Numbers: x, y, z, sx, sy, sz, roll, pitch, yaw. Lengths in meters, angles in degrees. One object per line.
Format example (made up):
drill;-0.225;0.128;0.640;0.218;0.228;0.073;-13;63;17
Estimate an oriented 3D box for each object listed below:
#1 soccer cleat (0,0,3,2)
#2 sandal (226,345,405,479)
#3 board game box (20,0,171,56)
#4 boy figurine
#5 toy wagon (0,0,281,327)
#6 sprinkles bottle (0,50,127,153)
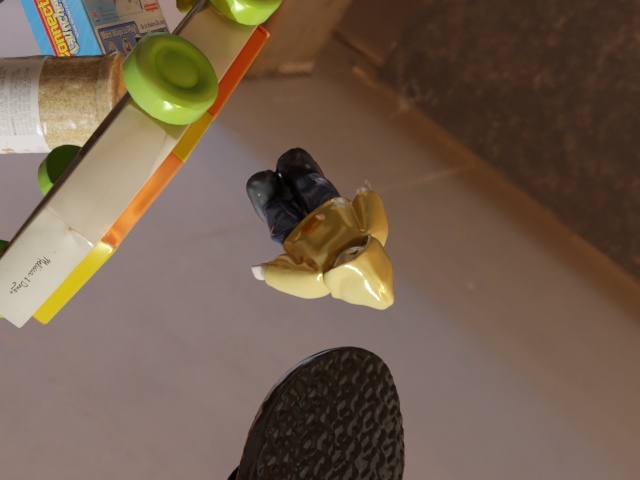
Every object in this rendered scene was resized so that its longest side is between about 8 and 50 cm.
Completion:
soccer cleat;-0.309;-0.281;1.149;0.116;0.318;0.108;45;-155;13
sandal;-0.049;0.284;1.149;0.167;0.107;0.446;40;-124;-33
board game box;-0.337;-0.375;1.935;0.308;0.086;0.302;-48;-62;-73
boy figurine;0.000;0.000;1.597;0.092;0.177;0.285;58;178;-34
toy wagon;-0.120;-0.091;0.941;0.068;0.267;0.344;39;-137;-11
sprinkles bottle;-0.403;-0.161;1.617;0.355;0.121;0.121;-1;-155;8
